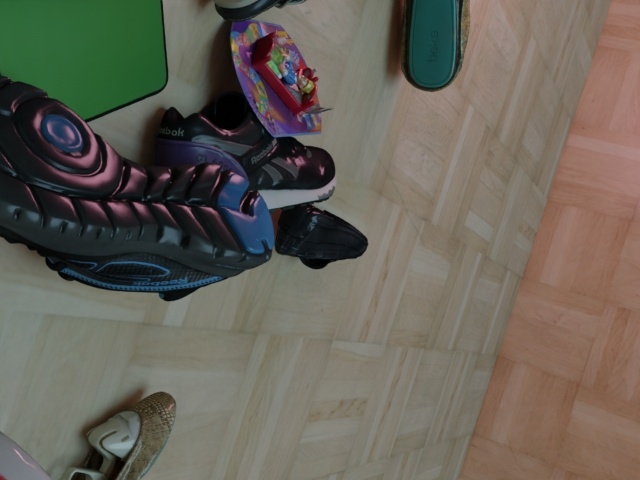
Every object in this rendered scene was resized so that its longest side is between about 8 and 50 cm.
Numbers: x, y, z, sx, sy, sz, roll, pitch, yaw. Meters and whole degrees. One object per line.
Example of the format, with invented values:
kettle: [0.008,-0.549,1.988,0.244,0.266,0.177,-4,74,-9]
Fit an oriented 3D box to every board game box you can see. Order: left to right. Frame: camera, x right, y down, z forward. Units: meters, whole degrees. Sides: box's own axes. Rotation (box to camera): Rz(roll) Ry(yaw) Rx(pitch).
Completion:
board game box: [-0.033,-0.181,0.848,0.168,0.033,0.133,-19,90,-63]

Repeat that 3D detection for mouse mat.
mouse mat: [-0.195,-0.174,0.653,0.189,0.007,0.153,-37,137,-48]

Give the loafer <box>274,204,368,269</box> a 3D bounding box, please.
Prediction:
loafer: [0.000,0.000,1.068,0.078,0.076,0.223,-59,156,5]

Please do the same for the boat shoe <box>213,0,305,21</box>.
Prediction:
boat shoe: [-0.030,-0.279,0.821,0.233,0.084,0.079,-52,147,-40]

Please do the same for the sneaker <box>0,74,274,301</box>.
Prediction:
sneaker: [-0.192,-0.015,0.615,0.341,0.139,0.125,23,45,-45]

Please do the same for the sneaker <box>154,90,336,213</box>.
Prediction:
sneaker: [-0.065,-0.099,0.847,0.283,0.107,0.124,-23,119,-57]

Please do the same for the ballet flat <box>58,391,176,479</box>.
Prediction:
ballet flat: [-0.219,0.232,0.789,0.067,0.073,0.206,56,51,-40]

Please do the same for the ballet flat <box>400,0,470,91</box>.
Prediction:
ballet flat: [0.170,-0.393,1.125,0.123,0.123,0.349,-35,135,-51]

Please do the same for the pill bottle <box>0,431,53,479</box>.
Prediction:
pill bottle: [-0.317,0.273,0.497,0.318,0.176,0.176,-47,144,-42]
